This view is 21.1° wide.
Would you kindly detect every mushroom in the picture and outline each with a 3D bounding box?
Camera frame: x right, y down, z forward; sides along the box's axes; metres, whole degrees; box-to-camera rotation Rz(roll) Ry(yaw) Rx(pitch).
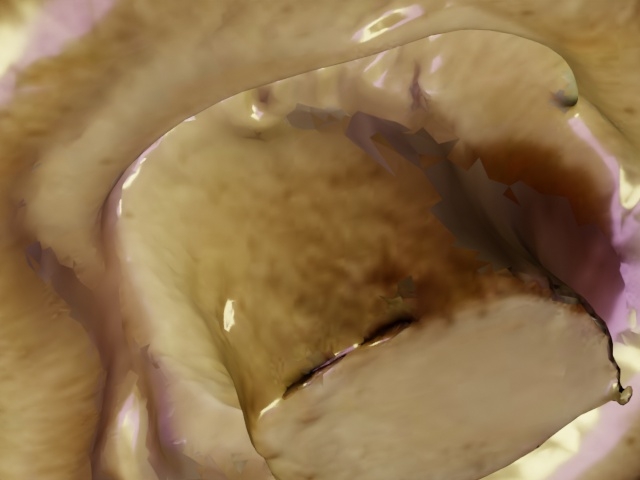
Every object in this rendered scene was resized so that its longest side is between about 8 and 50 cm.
[{"bbox_3d":[0.000,0.000,0.475,0.278,0.146,0.278,-11,128,-14],"label":"mushroom"}]
